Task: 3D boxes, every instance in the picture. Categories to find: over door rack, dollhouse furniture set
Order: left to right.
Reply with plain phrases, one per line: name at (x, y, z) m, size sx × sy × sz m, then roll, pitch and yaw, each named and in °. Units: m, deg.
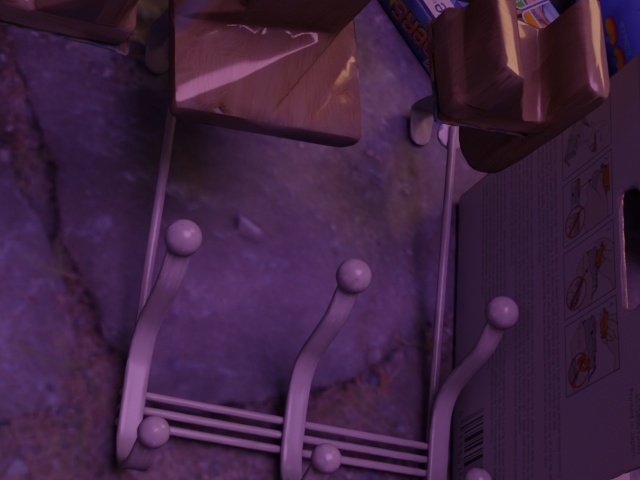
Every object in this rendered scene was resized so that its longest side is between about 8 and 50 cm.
dollhouse furniture set at (-0.054, -0.237, 0.825) m, size 0.362 × 0.256 × 0.394 m, roll 8°, pitch 67°, yaw -26°
over door rack at (0.000, 0.000, 0.813) m, size 0.239 × 0.108 × 0.324 m, roll 14°, pitch 59°, yaw -24°

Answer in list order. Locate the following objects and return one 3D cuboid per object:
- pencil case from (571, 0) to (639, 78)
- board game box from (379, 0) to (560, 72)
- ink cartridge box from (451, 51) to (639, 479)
pencil case at (0.294, -0.118, 1.037) m, size 0.133 × 0.119 × 0.306 m, roll -6°, pitch 68°, yaw -16°
board game box at (0.112, -0.205, 1.029) m, size 0.136 × 0.035 × 0.201 m, roll -27°, pitch 81°, yaw -37°
ink cartridge box at (0.168, 0.043, 0.803) m, size 0.060 × 0.239 × 0.275 m, roll 18°, pitch 58°, yaw -21°
